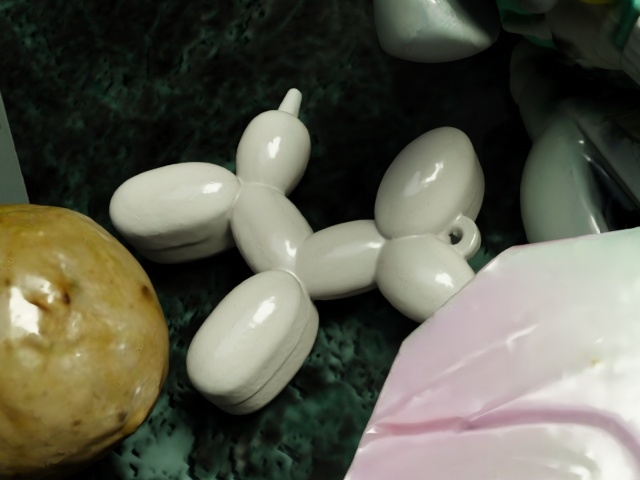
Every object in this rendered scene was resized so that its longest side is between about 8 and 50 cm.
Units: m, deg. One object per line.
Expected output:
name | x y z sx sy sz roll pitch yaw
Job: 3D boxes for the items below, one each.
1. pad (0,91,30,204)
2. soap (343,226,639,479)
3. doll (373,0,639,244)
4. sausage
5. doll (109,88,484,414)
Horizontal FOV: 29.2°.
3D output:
pad | -0.223 0.030 0.644 0.170 0.006 0.245 -25 59 5
soap | 0.079 0.164 0.408 0.193 0.109 0.324 -8 60 8
doll | 0.112 -0.076 0.512 0.195 0.258 0.153 42 98 -6
sausage | -0.300 0.054 0.577 0.501 0.136 0.123 0 42 20
doll | 0.000 0.000 0.555 0.160 0.059 0.161 -34 58 1
